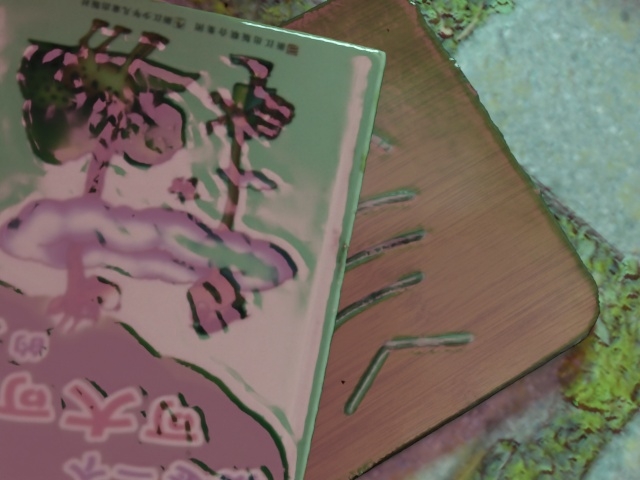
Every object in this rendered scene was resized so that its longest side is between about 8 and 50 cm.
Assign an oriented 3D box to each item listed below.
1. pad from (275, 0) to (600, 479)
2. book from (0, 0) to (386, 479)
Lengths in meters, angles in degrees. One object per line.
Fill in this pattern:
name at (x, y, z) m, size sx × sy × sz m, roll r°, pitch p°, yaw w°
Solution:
pad at (0.000, 0.000, 0.986) m, size 0.286 × 0.018 × 0.284 m, roll -29°, pitch 81°, yaw -13°
book at (-0.117, 0.025, 0.939) m, size 0.260 × 0.043 × 0.371 m, roll 12°, pitch 74°, yaw -3°
